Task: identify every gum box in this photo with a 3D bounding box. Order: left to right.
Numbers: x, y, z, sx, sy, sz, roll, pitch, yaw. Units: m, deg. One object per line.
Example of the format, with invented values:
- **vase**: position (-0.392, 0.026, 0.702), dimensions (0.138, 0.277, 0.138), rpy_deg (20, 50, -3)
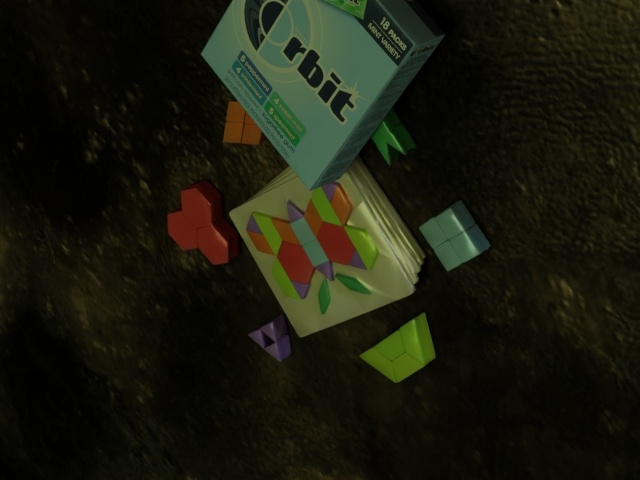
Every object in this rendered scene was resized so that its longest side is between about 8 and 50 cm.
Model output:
- **gum box**: position (-0.003, -0.157, 1.394), dimensions (0.157, 0.041, 0.184), rpy_deg (52, 135, 15)

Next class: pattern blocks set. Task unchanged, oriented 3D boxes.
- **pattern blocks set**: position (0.000, 0.000, 1.523), dimensions (0.285, 0.026, 0.325), rpy_deg (50, 139, 8)
